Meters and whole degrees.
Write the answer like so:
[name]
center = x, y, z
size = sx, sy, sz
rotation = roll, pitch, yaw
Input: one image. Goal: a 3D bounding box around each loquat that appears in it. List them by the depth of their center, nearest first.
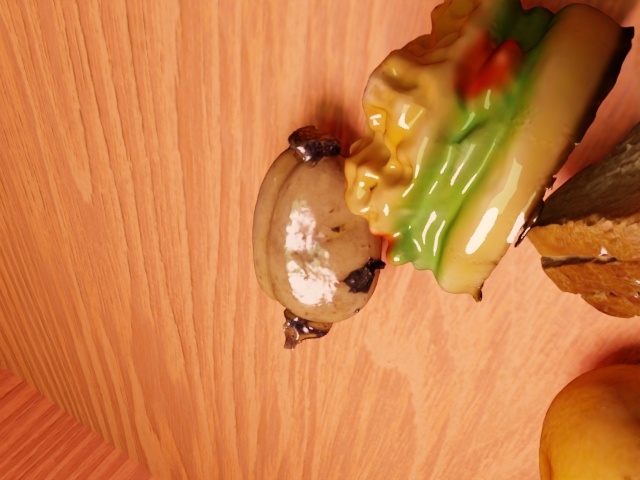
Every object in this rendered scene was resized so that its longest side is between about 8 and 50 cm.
[loquat]
center = 0.317, 0.221, 0.523
size = 0.208, 0.208, 0.208
rotation = 21, 134, 23

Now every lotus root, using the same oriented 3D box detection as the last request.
[lotus root]
center = 0.000, 0.000, 0.624
size = 0.154, 0.140, 0.257
rotation = 27, 128, 36

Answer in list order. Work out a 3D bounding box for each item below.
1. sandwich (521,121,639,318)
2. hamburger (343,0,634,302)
[sandwich]
center = 0.283, -0.067, 0.369
size = 0.099, 0.288, 0.254
rotation = 46, -177, 6
[hamburger]
center = 0.108, -0.083, 0.417
size = 0.149, 0.237, 0.237
rotation = 29, 137, 14
